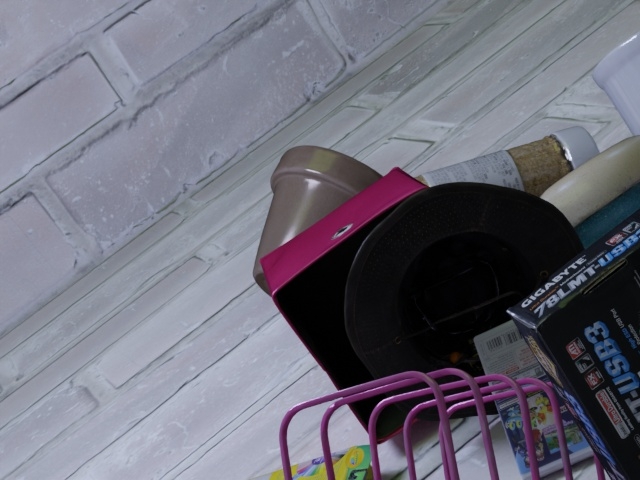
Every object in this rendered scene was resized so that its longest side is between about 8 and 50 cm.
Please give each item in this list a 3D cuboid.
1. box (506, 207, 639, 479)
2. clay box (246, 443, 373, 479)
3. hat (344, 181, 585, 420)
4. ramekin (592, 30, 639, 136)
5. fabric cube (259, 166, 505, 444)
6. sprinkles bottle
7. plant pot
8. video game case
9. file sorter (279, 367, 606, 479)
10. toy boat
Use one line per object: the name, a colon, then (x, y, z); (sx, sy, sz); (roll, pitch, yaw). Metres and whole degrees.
box: (0.368, 0.099, 1.243); (0.293, 0.295, 0.073); (-36, 18, -6)
clay box: (-0.022, 0.339, 1.697); (0.222, 0.053, 0.127); (-21, 21, 31)
hat: (0.173, 0.054, 1.617); (0.331, 0.331, 0.134); (-31, 28, 8)
ramekin: (0.555, -0.252, 1.953); (0.277, 0.135, 0.277); (-24, -10, -5)
fabric cube: (0.092, 0.077, 1.809); (0.254, 0.259, 0.258); (-35, 11, 1)
sprinkles bottle: (0.251, -0.071, 2.022); (0.355, 0.121, 0.121); (-17, 16, -7)
plant pot: (0.000, 0.000, 2.302); (0.263, 0.263, 0.229); (-7, 50, 55)
video game case: (0.291, 0.153, 1.499); (0.201, 0.023, 0.183); (-27, 62, 19)
file sorter: (0.125, 0.229, 1.277); (0.202, 0.182, 0.290); (-20, -19, 35)
toy boat: (0.420, -0.066, 1.730); (0.267, 0.148, 0.318); (-29, -9, -38)
